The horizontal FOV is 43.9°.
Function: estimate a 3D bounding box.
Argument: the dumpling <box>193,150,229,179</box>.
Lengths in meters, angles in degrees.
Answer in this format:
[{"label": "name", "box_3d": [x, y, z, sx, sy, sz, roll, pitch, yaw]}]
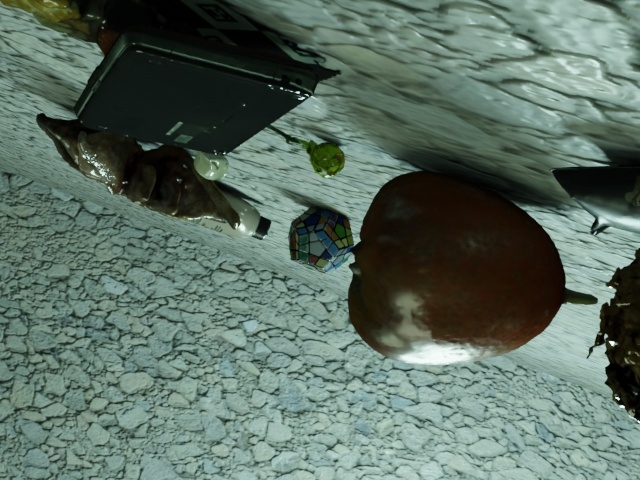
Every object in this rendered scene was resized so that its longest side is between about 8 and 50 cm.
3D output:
[{"label": "dumpling", "box_3d": [-0.159, -0.113, 1.116, 0.059, 0.043, 0.077, 36, -166, 18]}]

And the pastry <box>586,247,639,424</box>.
[{"label": "pastry", "box_3d": [0.374, 0.099, 0.694, 0.275, 0.192, 0.275, 23, -162, -8]}]

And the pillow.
[{"label": "pillow", "box_3d": [0.248, -0.026, 0.567, 0.090, 0.048, 0.150, 17, 173, -42]}]

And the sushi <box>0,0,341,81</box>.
[{"label": "sushi", "box_3d": [-0.159, -0.167, 0.678, 0.290, 0.050, 0.264, 24, 172, -24]}]

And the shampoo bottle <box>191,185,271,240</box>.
[{"label": "shampoo bottle", "box_3d": [-0.210, -0.066, 1.431, 0.257, 0.078, 0.127, 25, 167, -15]}]

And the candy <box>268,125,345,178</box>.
[{"label": "candy", "box_3d": [-0.029, -0.106, 0.848, 0.123, 0.035, 0.035, 29, -147, 3]}]

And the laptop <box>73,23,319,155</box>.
[{"label": "laptop", "box_3d": [-0.114, -0.115, 0.662, 0.154, 0.026, 0.207, 8, 168, -26]}]

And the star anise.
[{"label": "star anise", "box_3d": [-0.276, -0.109, 1.217, 0.293, 0.108, 0.350, 20, -177, -34]}]

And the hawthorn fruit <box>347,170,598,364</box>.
[{"label": "hawthorn fruit", "box_3d": [0.152, 0.035, 0.792, 0.252, 0.199, 0.199, 8, 172, 0]}]

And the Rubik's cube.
[{"label": "Rubik's cube", "box_3d": [0.000, 0.000, 1.273, 0.093, 0.111, 0.111, 44, -178, 22]}]
